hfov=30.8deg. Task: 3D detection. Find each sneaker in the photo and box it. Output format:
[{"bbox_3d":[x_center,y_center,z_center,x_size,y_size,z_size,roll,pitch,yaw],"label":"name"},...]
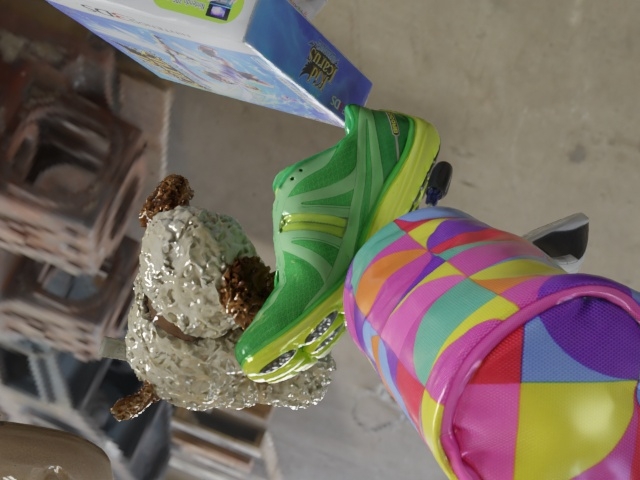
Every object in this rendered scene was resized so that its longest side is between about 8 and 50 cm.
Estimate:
[{"bbox_3d":[0.000,0.000,1.047,0.123,0.295,0.109,26,155,12],"label":"sneaker"}]

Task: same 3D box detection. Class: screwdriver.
[{"bbox_3d":[0.105,-0.028,1.119,0.024,0.170,0.025,30,126,-4],"label":"screwdriver"}]

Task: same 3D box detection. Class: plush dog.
[{"bbox_3d":[-0.125,0.061,1.166,0.262,0.211,0.225,40,140,30],"label":"plush dog"}]

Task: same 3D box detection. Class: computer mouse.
[{"bbox_3d":[0.122,0.025,0.744,0.106,0.193,0.042,-26,87,42],"label":"computer mouse"}]

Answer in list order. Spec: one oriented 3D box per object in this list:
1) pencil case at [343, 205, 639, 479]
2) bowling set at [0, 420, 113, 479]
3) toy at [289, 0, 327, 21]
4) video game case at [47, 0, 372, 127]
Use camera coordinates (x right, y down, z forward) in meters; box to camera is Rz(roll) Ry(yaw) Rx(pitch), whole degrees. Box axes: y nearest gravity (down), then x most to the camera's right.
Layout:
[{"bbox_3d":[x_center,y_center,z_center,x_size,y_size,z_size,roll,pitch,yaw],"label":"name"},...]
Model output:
[{"bbox_3d":[0.075,0.044,0.496,0.104,0.104,0.236,29,-177,-13],"label":"pencil case"},{"bbox_3d":[-0.260,0.221,0.689,0.154,0.287,0.200,24,167,-29],"label":"bowling set"},{"bbox_3d":[-0.035,-0.362,1.464,0.137,0.237,0.056,46,142,-19],"label":"toy"},{"bbox_3d":[-0.109,-0.193,1.093,0.244,0.061,0.269,19,176,24],"label":"video game case"}]
